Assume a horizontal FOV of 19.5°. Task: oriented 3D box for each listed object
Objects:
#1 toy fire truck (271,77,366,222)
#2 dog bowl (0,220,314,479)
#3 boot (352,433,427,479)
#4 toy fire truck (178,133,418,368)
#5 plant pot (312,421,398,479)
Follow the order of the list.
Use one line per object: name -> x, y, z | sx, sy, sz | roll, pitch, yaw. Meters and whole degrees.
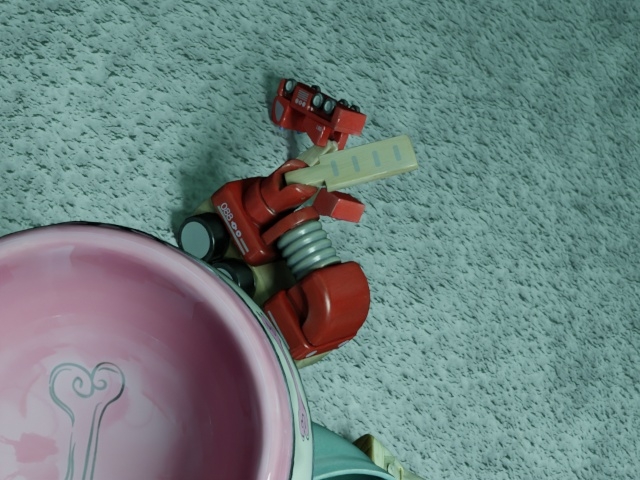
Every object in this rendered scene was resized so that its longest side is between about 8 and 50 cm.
toy fire truck -> -0.003, -0.112, 2.288 | 0.047, 0.135, 0.192 | 12, 13, -40
dog bowl -> -0.203, 0.167, 1.537 | 0.408, 0.150, 0.408 | 1, 75, -3
boot -> 0.094, 0.331, 2.043 | 0.165, 0.077, 0.213 | 34, 38, -25
toy fire truck -> 0.000, 0.000, 2.075 | 0.158, 0.246, 0.217 | -13, 70, -50
plant pot -> -0.083, 0.274, 1.773 | 0.293, 0.293, 0.196 | 4, 30, -44
